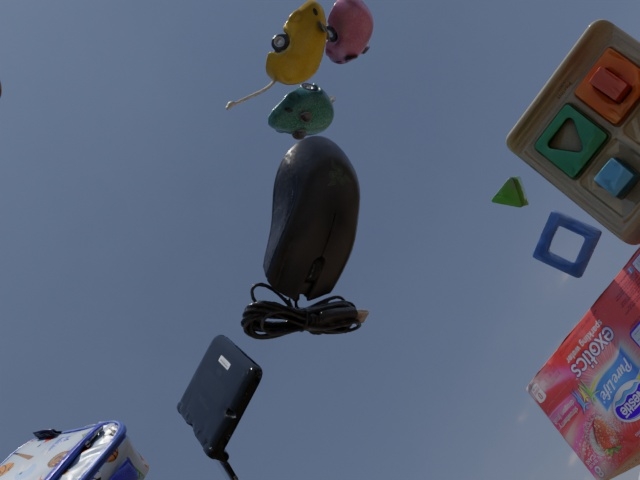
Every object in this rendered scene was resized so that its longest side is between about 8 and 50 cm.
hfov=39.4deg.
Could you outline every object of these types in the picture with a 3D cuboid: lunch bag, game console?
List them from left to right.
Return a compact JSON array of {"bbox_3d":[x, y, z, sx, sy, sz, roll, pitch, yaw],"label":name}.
[{"bbox_3d":[-0.389,0.372,1.255,0.115,0.243,0.303,63,-149,-17],"label":"lunch bag"},{"bbox_3d":[-0.064,0.144,0.698,0.071,0.122,0.107,29,-94,-21],"label":"game console"}]

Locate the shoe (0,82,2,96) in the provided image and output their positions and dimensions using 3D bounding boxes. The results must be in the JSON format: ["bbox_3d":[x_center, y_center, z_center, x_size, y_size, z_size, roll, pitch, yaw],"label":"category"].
[{"bbox_3d":[-0.405,-0.154,0.811,0.219,0.058,0.076,1,-57,-22],"label":"shoe"}]

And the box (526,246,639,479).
[{"bbox_3d":[0.397,0.129,1.039,0.142,0.154,0.300,-12,-38,-33],"label":"box"}]

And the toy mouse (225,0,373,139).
[{"bbox_3d":[0.005,-0.127,0.673,0.161,0.031,0.143,-57,-20,-9],"label":"toy mouse"}]

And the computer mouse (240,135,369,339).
[{"bbox_3d":[0.000,0.000,1.174,0.188,0.072,0.272,2,-83,-34],"label":"computer mouse"}]

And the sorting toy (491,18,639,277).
[{"bbox_3d":[0.326,-0.120,0.983,0.347,0.196,0.047,-56,-20,22],"label":"sorting toy"}]

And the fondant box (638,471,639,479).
[{"bbox_3d":[0.327,0.195,0.454,0.096,0.330,0.238,-56,-15,20],"label":"fondant box"}]
